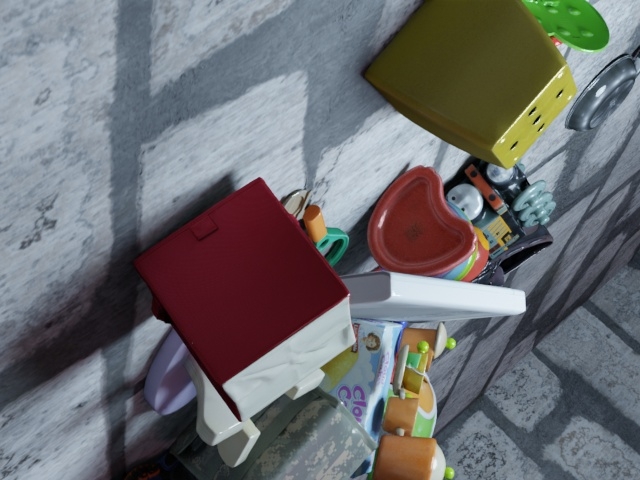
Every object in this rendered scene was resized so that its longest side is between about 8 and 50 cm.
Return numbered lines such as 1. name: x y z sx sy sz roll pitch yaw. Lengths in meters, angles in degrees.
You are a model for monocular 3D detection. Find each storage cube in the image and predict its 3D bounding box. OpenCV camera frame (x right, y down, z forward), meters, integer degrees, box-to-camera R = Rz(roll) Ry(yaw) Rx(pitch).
1. storage cube: -0.085 0.075 1.371 0.215 0.193 0.183 -33 159 -10

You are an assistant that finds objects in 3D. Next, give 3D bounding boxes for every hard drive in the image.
1. hard drive: 0.131 0.094 1.772 0.233 0.047 0.353 -9 168 41

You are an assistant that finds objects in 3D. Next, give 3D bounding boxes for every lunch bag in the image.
1. lunch bag: -0.095 0.309 1.770 0.235 0.287 0.169 -47 131 -12

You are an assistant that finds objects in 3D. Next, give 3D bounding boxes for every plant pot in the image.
1. plant pot: 0.218 -0.216 1.478 0.212 0.187 0.212 -49 160 6

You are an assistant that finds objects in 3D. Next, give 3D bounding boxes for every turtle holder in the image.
1. turtle holder: 0.126 0.391 2.411 0.227 0.243 0.320 -53 160 -40

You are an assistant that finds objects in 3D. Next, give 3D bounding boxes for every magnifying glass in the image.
1. magnifying glass: 0.000 0.000 1.692 0.092 0.026 0.231 -43 160 -9

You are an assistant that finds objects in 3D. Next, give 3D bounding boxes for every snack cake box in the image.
1. snack cake box: 0.032 0.256 1.913 0.089 0.152 0.264 5 97 -67

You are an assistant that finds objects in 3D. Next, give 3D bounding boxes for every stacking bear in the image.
1. stacking bear: 0.201 0.008 1.886 0.164 0.175 0.289 -36 158 14

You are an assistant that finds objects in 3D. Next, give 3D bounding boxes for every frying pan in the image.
1. frying pan: 0.637 -0.336 2.348 0.326 0.053 0.197 -36 159 -21

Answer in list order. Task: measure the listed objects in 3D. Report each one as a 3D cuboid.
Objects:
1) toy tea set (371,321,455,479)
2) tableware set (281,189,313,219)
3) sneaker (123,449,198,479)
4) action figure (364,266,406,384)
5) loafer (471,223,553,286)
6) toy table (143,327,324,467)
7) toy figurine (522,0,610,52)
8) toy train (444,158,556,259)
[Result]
1. toy tea set: 0.170 0.286 1.837 0.200 0.124 0.336 89 14 -71
2. tableware set: -0.079 -0.006 1.520 0.169 0.020 0.141 -17 145 -56
3. sneaker: -0.267 0.404 1.871 0.087 0.083 0.221 -42 160 30
4. action figure: 0.120 0.105 2.001 0.139 0.091 0.280 32 72 -50
5. loafer: 0.409 0.054 2.550 0.302 0.095 0.109 -41 160 -17
6. toy table: -0.125 0.191 1.604 0.252 0.161 0.274 -29 153 -42
7. toy figurine: 0.330 -0.288 1.720 0.173 0.130 0.159 -5 149 -32
8. toy train: 0.330 -0.065 2.107 0.190 0.142 0.334 -39 161 7
